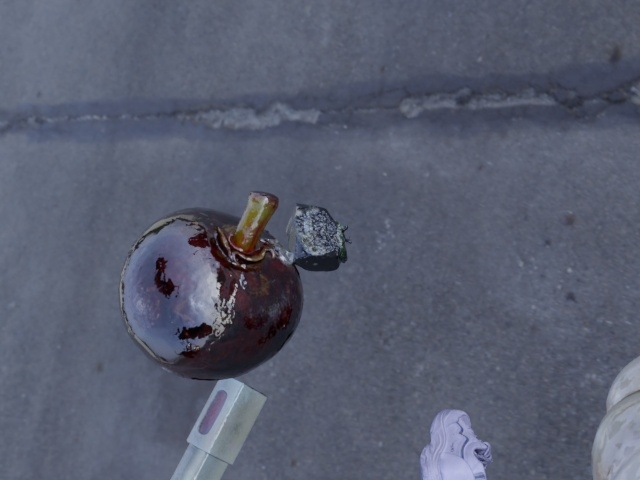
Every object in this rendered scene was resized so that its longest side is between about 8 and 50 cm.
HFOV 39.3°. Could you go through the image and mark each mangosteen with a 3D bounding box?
[{"bbox_3d":[-0.121,0.045,1.114,0.261,0.236,0.235,-57,41,34],"label":"mangosteen"}]

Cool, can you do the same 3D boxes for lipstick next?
[{"bbox_3d":[-0.189,0.362,1.549,0.079,0.077,0.252,14,72,49],"label":"lipstick"}]

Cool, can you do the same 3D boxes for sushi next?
[{"bbox_3d":[0.000,0.000,1.277,0.056,0.085,0.083,113,159,-44],"label":"sushi"}]

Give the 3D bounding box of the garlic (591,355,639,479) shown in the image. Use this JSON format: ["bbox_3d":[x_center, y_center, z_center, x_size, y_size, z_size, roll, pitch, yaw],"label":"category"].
[{"bbox_3d":[0.356,0.238,0.893,0.203,0.185,0.281,-54,42,30],"label":"garlic"}]

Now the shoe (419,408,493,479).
[{"bbox_3d":[0.297,0.431,1.866,0.138,0.245,0.095,-3,111,24],"label":"shoe"}]
